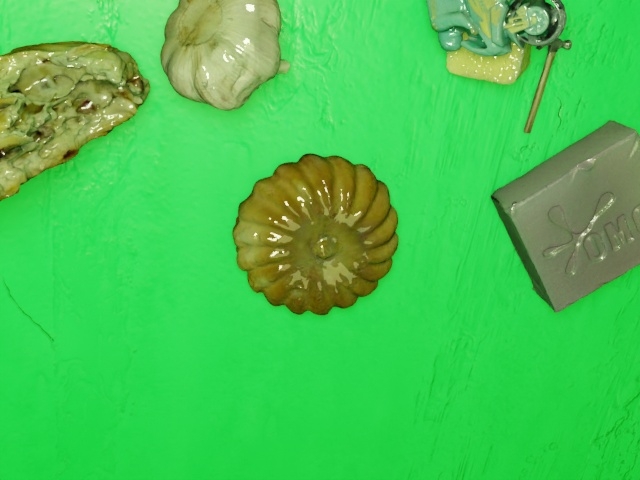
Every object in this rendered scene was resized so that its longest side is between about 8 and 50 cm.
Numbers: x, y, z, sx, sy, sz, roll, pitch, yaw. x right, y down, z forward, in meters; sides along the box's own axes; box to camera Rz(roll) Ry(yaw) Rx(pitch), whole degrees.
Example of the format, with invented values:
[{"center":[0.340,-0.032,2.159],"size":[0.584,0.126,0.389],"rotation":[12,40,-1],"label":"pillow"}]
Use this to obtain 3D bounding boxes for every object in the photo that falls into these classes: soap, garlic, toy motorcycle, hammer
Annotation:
[{"center":[0.527,-0.047,1.377],"size":[0.296,0.107,0.285],"rotation":[-33,114,3],"label":"soap"},{"center":[-0.130,-0.299,1.097],"size":[0.218,0.218,0.212],"rotation":[-52,148,13],"label":"garlic"},{"center":[0.245,-0.405,1.105],"size":[0.296,0.109,0.198],"rotation":[52,135,0],"label":"toy motorcycle"},{"center":[0.414,-0.290,1.290],"size":[0.062,0.017,0.182],"rotation":[7,113,-14],"label":"hammer"}]

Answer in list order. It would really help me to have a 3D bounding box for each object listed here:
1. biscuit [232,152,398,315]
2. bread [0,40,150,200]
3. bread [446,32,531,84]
[{"center":[0.000,0.000,1.289],"size":[0.325,0.107,0.326],"rotation":[-4,111,-10],"label":"biscuit"},{"center":[-0.451,-0.180,1.004],"size":[0.370,0.314,0.191],"rotation":[-28,108,6],"label":"bread"},{"center":[0.320,-0.410,1.170],"size":[0.178,0.142,0.266],"rotation":[-11,118,-24],"label":"bread"}]
